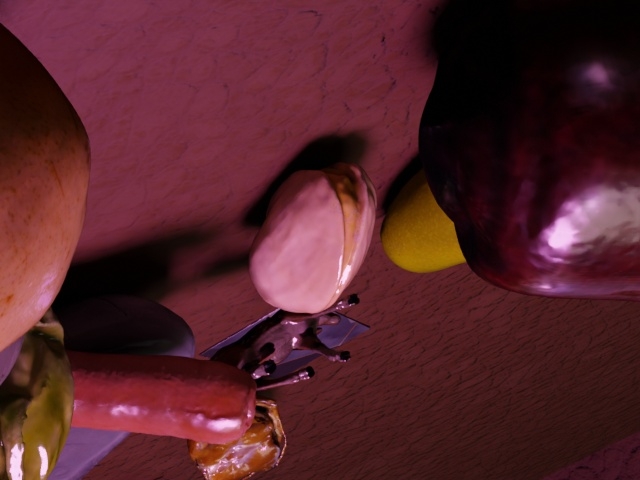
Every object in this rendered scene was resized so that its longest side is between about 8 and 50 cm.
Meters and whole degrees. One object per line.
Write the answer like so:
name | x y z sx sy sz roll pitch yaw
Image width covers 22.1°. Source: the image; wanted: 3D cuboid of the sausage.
sausage | -0.276 0.157 1.705 0.419 0.094 0.094 2 129 -3

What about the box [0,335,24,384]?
box | -0.360 0.032 1.379 0.226 0.226 0.149 -16 157 -20

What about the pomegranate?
pomegranate | -0.328 -0.031 1.172 0.319 0.319 0.319 -20 158 -9

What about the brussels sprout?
brussels sprout | -0.374 0.134 1.537 0.259 0.294 0.227 -15 144 -28

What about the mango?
mango | 0.177 -0.045 1.873 0.175 0.143 0.293 -11 165 -44

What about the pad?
pad | -0.044 0.137 2.228 0.163 0.004 0.243 -31 157 15

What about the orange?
orange | -0.124 0.273 2.315 0.160 0.112 0.170 14 114 -41

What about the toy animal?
toy animal | -0.052 0.108 1.891 0.243 0.087 0.260 -21 -171 -30

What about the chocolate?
chocolate | 0.268 -0.085 1.582 0.331 0.383 0.383 -15 156 -16

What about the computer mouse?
computer mouse | -0.292 0.169 1.878 0.188 0.122 0.371 17 129 -39

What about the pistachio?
pistachio | 0.000 0.000 1.775 0.117 0.145 0.200 -4 149 -38
